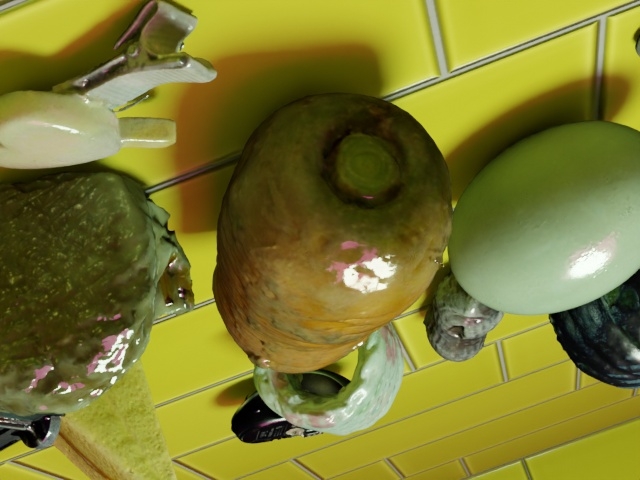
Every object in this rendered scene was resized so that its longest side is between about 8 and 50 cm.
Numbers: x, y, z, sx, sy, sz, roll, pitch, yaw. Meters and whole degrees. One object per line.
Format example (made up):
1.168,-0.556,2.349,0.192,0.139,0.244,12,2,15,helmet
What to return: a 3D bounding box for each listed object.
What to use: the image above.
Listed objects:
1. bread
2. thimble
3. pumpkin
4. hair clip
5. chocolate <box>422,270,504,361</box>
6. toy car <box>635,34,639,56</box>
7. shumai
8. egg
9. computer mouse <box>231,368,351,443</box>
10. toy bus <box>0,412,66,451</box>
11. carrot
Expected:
-0.294,0.287,1.413,0.163,0.264,0.167,-12,150,-20,bread
0.019,0.171,1.503,0.211,0.185,0.149,-55,156,-4,thimble
0.495,0.065,1.504,0.363,0.266,0.363,-16,161,-6,pumpkin
-0.185,-0.111,0.879,0.218,0.071,0.159,-23,159,21,hair clip
0.216,0.111,1.600,0.110,0.110,0.248,-13,159,-12,chocolate
0.453,-0.183,1.083,0.158,0.172,0.235,-47,145,19,toy car
-0.242,0.066,1.015,0.261,0.225,0.222,-34,156,-4,shumai
0.273,-0.024,1.221,0.203,0.203,0.283,9,141,-47,egg
-0.039,0.271,1.768,0.233,0.096,0.137,-6,149,-17,computer mouse
-0.457,0.209,1.259,0.331,0.151,0.145,-30,148,29,toy bus
0.000,0.000,1.066,0.224,0.224,0.340,-10,161,-20,carrot
